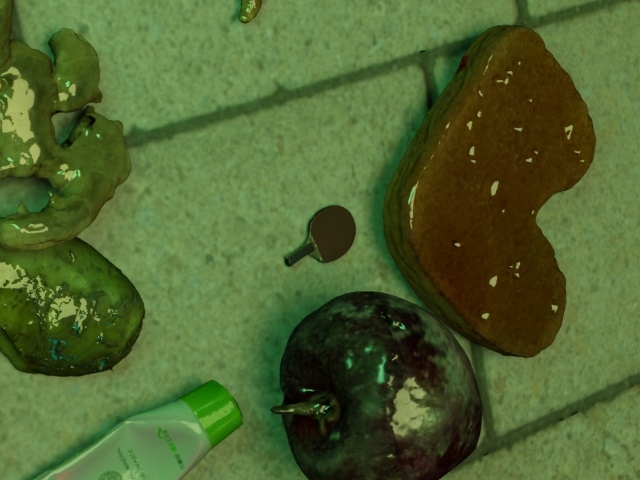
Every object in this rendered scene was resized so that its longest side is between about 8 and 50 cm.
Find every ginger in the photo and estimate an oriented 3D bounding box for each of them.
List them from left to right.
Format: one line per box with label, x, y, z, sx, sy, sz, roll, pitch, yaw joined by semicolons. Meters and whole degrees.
ginger;-0.228;-0.127;1.362;0.149;0.065;0.259;-25;104;-50
ginger;-0.061;-0.239;1.485;0.048;0.030;0.097;26;82;-62

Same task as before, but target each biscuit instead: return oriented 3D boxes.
biscuit;0.181;-0.043;1.662;0.262;0.052;0.277;39;73;-36

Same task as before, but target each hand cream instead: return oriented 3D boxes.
hand cream;-0.190;0.210;1.445;0.275;0.050;0.079;-33;86;-22

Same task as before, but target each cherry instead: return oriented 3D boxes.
cherry;0.054;0.138;1.522;0.195;0.195;0.195;-4;98;-34

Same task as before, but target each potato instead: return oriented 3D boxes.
potato;-0.222;0.047;1.393;0.198;0.054;0.119;42;74;-30

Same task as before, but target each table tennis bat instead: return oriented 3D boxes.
table tennis bat;0.000;0.000;1.567;0.083;0.007;0.050;-33;113;-30
